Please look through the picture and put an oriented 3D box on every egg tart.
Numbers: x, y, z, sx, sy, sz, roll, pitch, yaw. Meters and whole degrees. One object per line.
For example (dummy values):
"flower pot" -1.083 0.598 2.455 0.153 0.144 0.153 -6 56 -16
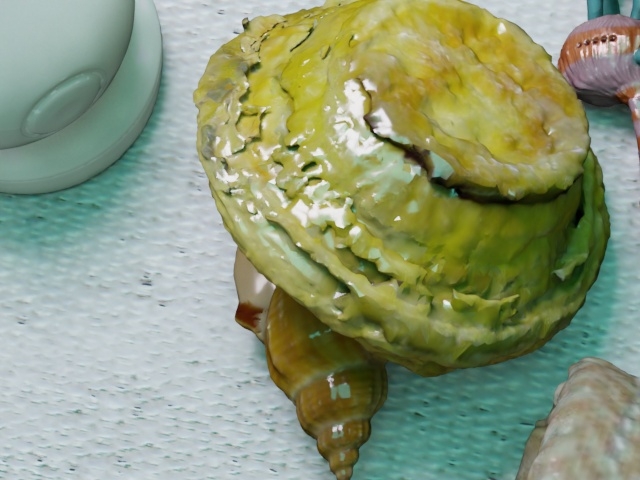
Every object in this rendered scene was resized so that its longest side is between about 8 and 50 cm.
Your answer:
"egg tart" 0.068 -0.058 1.134 0.294 0.123 0.294 20 46 -22

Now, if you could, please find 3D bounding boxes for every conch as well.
"conch" 0.005 0.001 1.201 0.093 0.109 0.330 15 57 -27

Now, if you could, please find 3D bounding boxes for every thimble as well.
"thimble" 0.166 0.199 1.084 0.148 0.196 0.229 24 47 6

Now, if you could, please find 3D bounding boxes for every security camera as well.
"security camera" -0.200 -0.146 1.176 0.194 0.236 0.194 0 75 0

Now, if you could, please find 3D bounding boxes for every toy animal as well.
"toy animal" 0.216 -0.097 1.208 0.100 0.103 0.208 -7 70 -18
